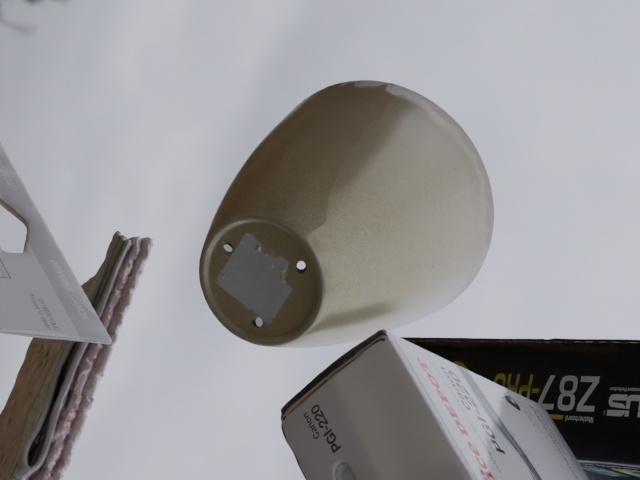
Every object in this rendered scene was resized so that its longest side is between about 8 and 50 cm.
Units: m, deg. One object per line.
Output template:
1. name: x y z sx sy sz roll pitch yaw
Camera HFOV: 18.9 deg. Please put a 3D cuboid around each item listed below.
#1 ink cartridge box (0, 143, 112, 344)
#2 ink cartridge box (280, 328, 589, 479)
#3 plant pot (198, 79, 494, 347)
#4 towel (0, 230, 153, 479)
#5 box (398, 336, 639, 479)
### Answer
1. ink cartridge box: -0.323 -0.005 1.392 0.066 0.261 0.296 -61 -140 23
2. ink cartridge box: 0.091 0.160 1.154 0.092 0.218 0.158 -41 -123 17
3. plant pot: 0.000 0.000 1.852 0.256 0.256 0.274 -57 169 28
4. towel: -0.302 0.182 2.095 0.317 0.053 0.331 -47 -161 51
5. box: 0.258 0.146 1.438 0.395 0.318 0.097 -4 -106 57
